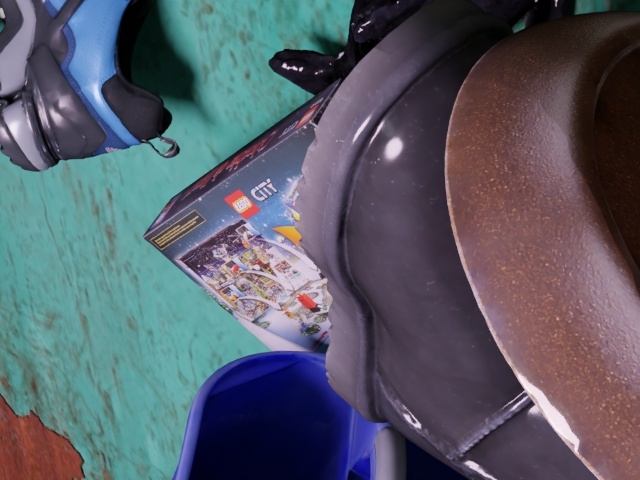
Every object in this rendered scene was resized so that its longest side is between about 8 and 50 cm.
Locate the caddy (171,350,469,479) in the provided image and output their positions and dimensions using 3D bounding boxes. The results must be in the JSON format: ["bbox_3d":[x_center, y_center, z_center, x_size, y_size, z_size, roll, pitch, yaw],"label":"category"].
[{"bbox_3d":[0.011,0.204,1.064,0.241,0.341,0.179,22,119,-8],"label":"caddy"}]

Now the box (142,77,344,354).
[{"bbox_3d":[0.000,0.000,1.142,0.159,0.044,0.233,43,145,-13],"label":"box"}]

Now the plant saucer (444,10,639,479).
[{"bbox_3d":[0.197,0.010,0.749,0.310,0.311,0.050,53,133,13],"label":"plant saucer"}]

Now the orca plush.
[{"bbox_3d":[0.040,-0.150,1.002,0.287,0.102,0.151,-26,91,53],"label":"orca plush"}]

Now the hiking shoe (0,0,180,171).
[{"bbox_3d":[-0.181,-0.205,1.248,0.113,0.132,0.304,-59,-38,-88],"label":"hiking shoe"}]

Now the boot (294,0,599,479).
[{"bbox_3d":[0.201,0.109,0.855,0.445,0.146,0.367,39,162,22],"label":"boot"}]

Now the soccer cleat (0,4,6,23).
[{"bbox_3d":[-0.229,-0.174,1.344,0.179,0.060,0.072,43,140,20],"label":"soccer cleat"}]
